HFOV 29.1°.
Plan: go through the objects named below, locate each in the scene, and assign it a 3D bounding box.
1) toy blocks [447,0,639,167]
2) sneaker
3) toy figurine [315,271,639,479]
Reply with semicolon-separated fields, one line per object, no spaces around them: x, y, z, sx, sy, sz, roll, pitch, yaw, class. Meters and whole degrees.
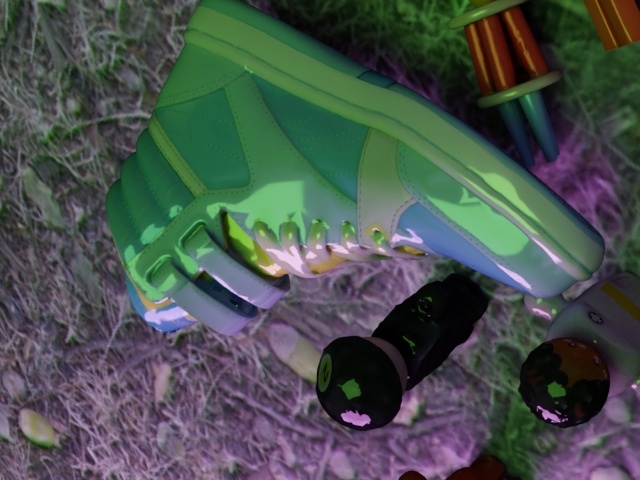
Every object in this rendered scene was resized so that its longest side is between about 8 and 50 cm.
0.132;-0.122;0.695;0.123;0.054;0.148;-16;99;41;toy blocks
0.000;0.000;0.748;0.319;0.127;0.208;34;93;34;sneaker
0.119;0.128;0.750;0.209;0.148;0.213;-2;107;38;toy figurine
